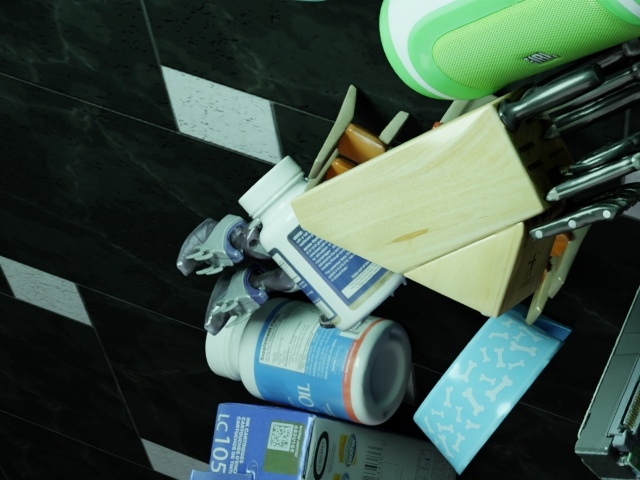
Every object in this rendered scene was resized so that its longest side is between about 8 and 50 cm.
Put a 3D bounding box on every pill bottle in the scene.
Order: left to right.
[{"bbox_3d":[-0.017,0.134,2.238,0.221,0.124,0.124,10,150,32],"label":"pill bottle"},{"bbox_3d":[0.000,0.000,1.927,0.169,0.094,0.094,48,153,-2],"label":"pill bottle"}]

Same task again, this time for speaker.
[{"bbox_3d":[0.171,-0.190,1.448,0.131,0.131,0.296,38,153,-22],"label":"speaker"}]

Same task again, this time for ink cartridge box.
[{"bbox_3d":[-0.009,0.343,2.306,0.151,0.270,0.395,4,171,34],"label":"ink cartridge box"}]

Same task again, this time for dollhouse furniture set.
[{"bbox_3d":[0.117,-0.033,1.782,0.262,0.135,0.259,27,155,1],"label":"dollhouse furniture set"}]

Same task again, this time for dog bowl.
[{"bbox_3d":[0.172,0.139,1.955,0.074,0.166,0.297,38,-171,6],"label":"dog bowl"}]

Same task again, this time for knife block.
[{"bbox_3d":[0.133,-0.076,1.547,0.276,0.088,0.242,25,116,22],"label":"knife block"}]

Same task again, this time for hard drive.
[{"bbox_3d":[0.390,0.191,1.827,0.064,0.237,0.339,-5,141,48],"label":"hard drive"}]

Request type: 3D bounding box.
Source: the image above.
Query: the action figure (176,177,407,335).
[{"bbox_3d":[-0.029,0.023,2.074,0.285,0.099,0.185,-13,120,47],"label":"action figure"}]
